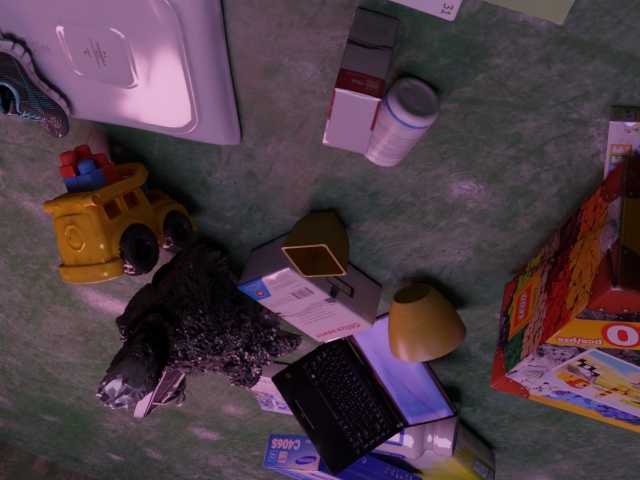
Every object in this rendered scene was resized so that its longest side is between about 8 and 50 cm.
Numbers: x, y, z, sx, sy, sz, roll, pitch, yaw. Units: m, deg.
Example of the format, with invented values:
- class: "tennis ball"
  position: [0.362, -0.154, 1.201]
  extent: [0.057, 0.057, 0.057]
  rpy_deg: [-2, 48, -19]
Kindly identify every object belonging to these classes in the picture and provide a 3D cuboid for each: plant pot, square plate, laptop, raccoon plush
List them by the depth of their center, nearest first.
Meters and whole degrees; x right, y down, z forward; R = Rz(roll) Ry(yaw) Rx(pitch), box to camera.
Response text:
- class: "square plate"
  position: [-0.288, -0.258, 1.077]
  extent: [0.344, 0.049, 0.347]
  rpy_deg: [11, 146, 9]
- class: "plant pot"
  position: [0.000, 0.000, 1.287]
  extent: [0.081, 0.083, 0.081]
  rpy_deg: [-4, 142, 30]
- class: "plant pot"
  position: [0.169, 0.129, 1.377]
  extent: [0.134, 0.134, 0.095]
  rpy_deg: [-7, 114, 32]
- class: "raccoon plush"
  position: [-0.211, 0.220, 1.424]
  extent: [0.216, 0.446, 0.299]
  rpy_deg: [-32, 111, 33]
- class: "laptop"
  position: [0.080, 0.295, 1.542]
  extent: [0.234, 0.264, 0.136]
  rpy_deg: [58, 174, -2]

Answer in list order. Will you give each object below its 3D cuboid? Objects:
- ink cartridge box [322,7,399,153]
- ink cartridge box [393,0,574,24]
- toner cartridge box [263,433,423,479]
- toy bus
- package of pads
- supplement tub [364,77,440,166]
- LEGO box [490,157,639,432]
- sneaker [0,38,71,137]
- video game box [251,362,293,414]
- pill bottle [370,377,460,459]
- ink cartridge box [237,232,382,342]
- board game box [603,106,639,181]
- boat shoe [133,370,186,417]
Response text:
- class: "ink cartridge box"
  position: [0.048, -0.186, 0.949]
  extent: [0.056, 0.135, 0.099]
  rpy_deg: [14, 147, 0]
- class: "ink cartridge box"
  position: [0.160, -0.297, 0.810]
  extent: [0.235, 0.056, 0.171]
  rpy_deg: [19, 146, 1]
- class: "toner cartridge box"
  position: [0.056, 0.507, 1.769]
  extent: [0.165, 0.075, 0.348]
  rpy_deg: [-12, 146, 42]
- class: "toy bus"
  position: [-0.326, -0.057, 1.297]
  extent: [0.149, 0.220, 0.211]
  rpy_deg: [-7, 107, 33]
- class: "package of pads"
  position: [0.224, 0.486, 1.878]
  extent: [0.297, 0.101, 0.229]
  rpy_deg: [-14, 137, 38]
- class: "supplement tub"
  position: [0.099, -0.150, 1.035]
  extent: [0.071, 0.071, 0.107]
  rpy_deg: [24, 145, -10]
- class: "LEGO box"
  position: [0.541, 0.131, 1.099]
  extent: [0.500, 0.193, 0.372]
  rpy_deg: [17, 150, -2]
- class: "sneaker"
  position: [-0.409, -0.192, 1.115]
  extent: [0.065, 0.076, 0.166]
  rpy_deg: [0, 143, 27]
- class: "video game box"
  position: [-0.055, 0.344, 1.847]
  extent: [0.205, 0.048, 0.187]
  rpy_deg: [7, 143, 17]
- class: "pill bottle"
  position: [0.149, 0.371, 1.698]
  extent: [0.272, 0.152, 0.152]
  rpy_deg: [7, 145, 15]
- class: "ink cartridge box"
  position: [-0.017, 0.084, 1.414]
  extent: [0.203, 0.085, 0.148]
  rpy_deg: [36, 143, -27]
- class: "board game box"
  position: [0.407, -0.100, 1.005]
  extent: [0.103, 0.026, 0.154]
  rpy_deg: [5, 145, 19]
- class: "boat shoe"
  position: [-0.366, 0.338, 1.929]
  extent: [0.105, 0.113, 0.306]
  rpy_deg: [19, 132, -13]
